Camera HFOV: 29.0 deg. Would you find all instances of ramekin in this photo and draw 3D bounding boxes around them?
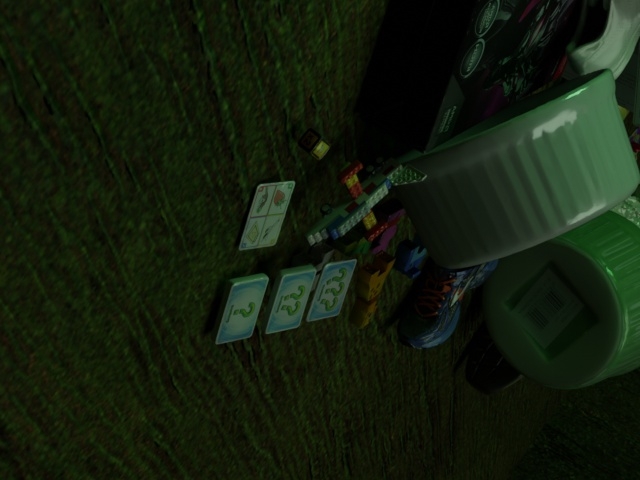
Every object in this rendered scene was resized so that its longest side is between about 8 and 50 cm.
[{"bbox_3d":[0.218,-0.075,1.381,0.277,0.135,0.277,-25,-175,2],"label":"ramekin"},{"bbox_3d":[0.417,0.102,2.073,0.148,0.303,0.303,-18,136,-48],"label":"ramekin"}]

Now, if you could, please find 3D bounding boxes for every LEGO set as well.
[{"bbox_3d":[0.000,0.000,1.256,0.182,0.060,0.244,-8,127,-42],"label":"LEGO set"},{"bbox_3d":[0.052,0.041,1.449,0.227,0.087,0.093,-28,144,-51],"label":"LEGO set"}]

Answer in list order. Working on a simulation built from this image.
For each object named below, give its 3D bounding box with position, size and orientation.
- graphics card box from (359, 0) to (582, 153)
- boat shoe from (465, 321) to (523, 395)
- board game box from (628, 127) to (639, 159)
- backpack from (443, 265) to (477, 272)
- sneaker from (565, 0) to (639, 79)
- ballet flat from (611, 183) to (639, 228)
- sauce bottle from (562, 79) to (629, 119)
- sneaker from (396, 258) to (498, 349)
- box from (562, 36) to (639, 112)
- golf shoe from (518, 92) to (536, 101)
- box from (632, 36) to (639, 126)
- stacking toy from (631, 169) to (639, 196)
[{"bbox_3d":[0.198,-0.257,1.352,0.371,0.094,0.233,-29,144,-51],"label":"graphics card box"},{"bbox_3d":[0.389,0.153,2.317,0.324,0.122,0.120,-52,162,-13],"label":"boat shoe"},{"bbox_3d":[0.637,-0.156,2.558,0.133,0.033,0.169,-53,159,-13],"label":"board game box"},{"bbox_3d":[0.209,-0.017,1.706,0.120,0.101,0.098,-33,176,42],"label":"backpack"},{"bbox_3d":[0.346,-0.288,1.428,0.094,0.080,0.212,27,87,-49],"label":"sneaker"},{"bbox_3d":[0.591,-0.040,2.264,0.409,0.147,0.147,22,102,-33],"label":"ballet flat"},{"bbox_3d":[0.470,-0.299,1.884,0.344,0.111,0.111,-58,159,-5],"label":"sauce bottle"},{"bbox_3d":[0.176,0.061,1.791,0.221,0.083,0.087,-55,146,-23],"label":"sneaker"},{"bbox_3d":[0.406,-0.291,1.641,0.182,0.181,0.119,-50,157,-22],"label":"box"},{"bbox_3d":[0.246,-0.143,1.688,0.176,0.069,0.086,-36,170,-39],"label":"golf shoe"},{"bbox_3d":[0.491,-0.295,1.541,0.232,0.058,0.322,0,97,-39],"label":"box"},{"bbox_3d":[0.601,-0.028,2.529,0.166,0.175,0.302,-52,170,-8],"label":"stacking toy"}]
